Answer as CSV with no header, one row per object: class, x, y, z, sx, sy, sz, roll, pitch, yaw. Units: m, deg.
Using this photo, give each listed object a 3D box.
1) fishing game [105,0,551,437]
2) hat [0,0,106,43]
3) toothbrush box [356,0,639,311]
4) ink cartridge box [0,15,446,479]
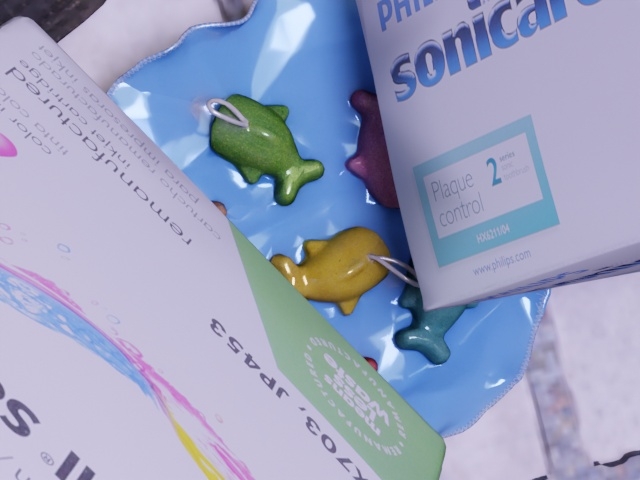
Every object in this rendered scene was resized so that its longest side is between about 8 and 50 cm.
fishing game,0.000,0.000,0.689,0.189,0.041,0.264,-11,92,-20
hat,-0.186,-0.183,0.628,0.331,0.134,0.331,3,79,-16
toothbrush box,0.194,-0.074,0.653,0.296,0.216,0.126,-8,82,-31
ink cartridge box,-0.091,0.084,0.489,0.119,0.353,0.207,-42,97,19
